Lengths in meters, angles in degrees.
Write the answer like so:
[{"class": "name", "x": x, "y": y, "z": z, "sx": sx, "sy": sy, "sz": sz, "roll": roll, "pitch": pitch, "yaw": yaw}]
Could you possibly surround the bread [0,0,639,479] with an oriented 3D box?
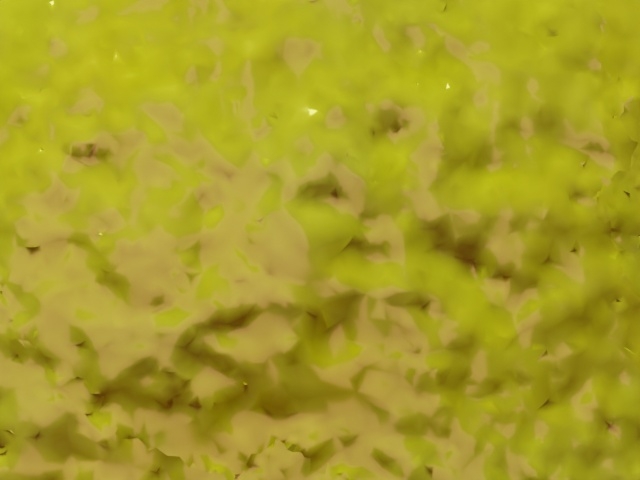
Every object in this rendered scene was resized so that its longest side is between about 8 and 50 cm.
[{"class": "bread", "x": 0.000, "y": 0.000, "z": 0.636, "sx": 0.348, "sy": 0.308, "sz": 0.348, "roll": -1, "pitch": 101, "yaw": -6}]
